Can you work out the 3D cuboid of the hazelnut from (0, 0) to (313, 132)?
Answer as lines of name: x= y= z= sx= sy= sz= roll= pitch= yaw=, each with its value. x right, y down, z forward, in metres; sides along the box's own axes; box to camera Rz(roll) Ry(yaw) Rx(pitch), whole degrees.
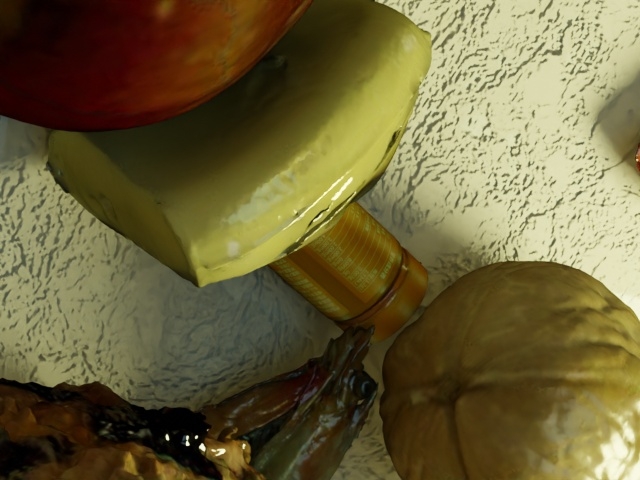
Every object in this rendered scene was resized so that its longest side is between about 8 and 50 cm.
hazelnut: x=-0.162 y=-0.296 z=1.454 sx=0.402 sy=0.402 sz=0.429 roll=-11 pitch=133 yaw=-24

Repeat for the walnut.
walnut: x=0.198 y=0.163 z=1.765 sx=0.252 sy=0.277 sz=0.313 roll=-42 pitch=148 yaw=19

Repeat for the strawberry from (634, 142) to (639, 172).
strawberry: x=0.378 y=-0.067 z=1.920 sx=0.187 sy=0.082 sz=0.147 roll=10 pitch=89 yaw=-21

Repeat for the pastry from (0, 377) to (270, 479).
pastry: x=-0.188 y=0.255 z=1.535 sx=0.405 sy=0.337 sz=0.292 roll=21 pitch=89 yaw=-18

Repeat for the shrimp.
shrimp: x=-0.052 y=0.182 z=1.740 sx=0.154 sy=0.062 sz=0.294 roll=39 pitch=93 yaw=-18

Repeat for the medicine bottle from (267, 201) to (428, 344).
medicine bottle: x=0.000 y=0.000 z=1.737 sx=0.192 sy=0.096 sz=0.096 roll=41 pitch=80 yaw=-26

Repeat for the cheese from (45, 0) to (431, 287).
cheese: x=-0.045 y=-0.103 z=1.614 sx=0.316 sy=0.259 sz=0.128 roll=-32 pitch=138 yaw=-22
